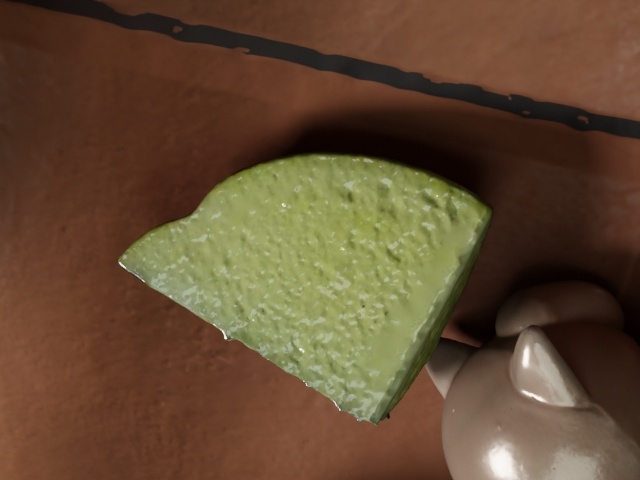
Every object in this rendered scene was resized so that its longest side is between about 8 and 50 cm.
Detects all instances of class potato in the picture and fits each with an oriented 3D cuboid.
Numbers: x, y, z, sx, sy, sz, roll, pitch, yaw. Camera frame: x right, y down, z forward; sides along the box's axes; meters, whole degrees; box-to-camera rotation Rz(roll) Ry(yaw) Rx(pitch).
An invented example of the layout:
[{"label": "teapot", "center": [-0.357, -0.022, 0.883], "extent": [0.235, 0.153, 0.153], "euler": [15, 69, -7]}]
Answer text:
[{"label": "potato", "center": [0.000, 0.000, 0.960], "extent": [0.149, 0.081, 0.120], "euler": [32, 97, 5]}]

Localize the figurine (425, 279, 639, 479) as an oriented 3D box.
[{"label": "figurine", "center": [0.120, 0.090, 0.970], "extent": [0.125, 0.125, 0.138], "euler": [-36, 102, 31]}]
